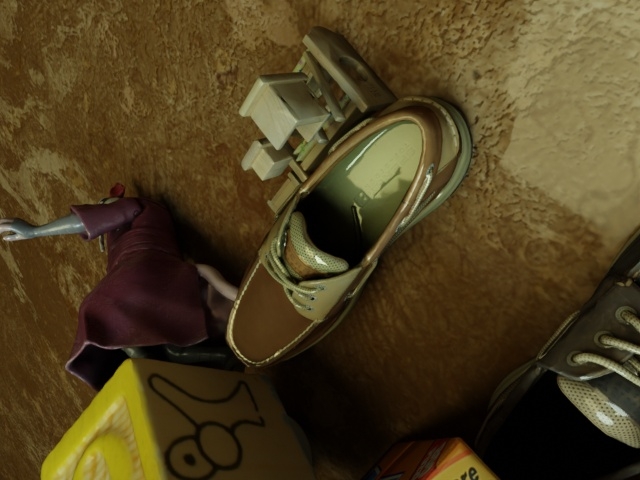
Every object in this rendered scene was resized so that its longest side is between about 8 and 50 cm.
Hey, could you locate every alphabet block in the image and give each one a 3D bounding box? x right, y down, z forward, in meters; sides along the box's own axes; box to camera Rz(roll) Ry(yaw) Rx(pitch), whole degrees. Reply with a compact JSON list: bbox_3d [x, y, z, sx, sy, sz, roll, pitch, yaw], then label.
[{"bbox_3d":[-0.146,0.262,0.534,0.193,0.197,0.192,-50,47,14],"label":"alphabet block"}]

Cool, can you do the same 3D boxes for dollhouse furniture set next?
[{"bbox_3d":[-0.050,-0.099,0.490,0.101,0.161,0.182,52,131,10],"label":"dollhouse furniture set"}]

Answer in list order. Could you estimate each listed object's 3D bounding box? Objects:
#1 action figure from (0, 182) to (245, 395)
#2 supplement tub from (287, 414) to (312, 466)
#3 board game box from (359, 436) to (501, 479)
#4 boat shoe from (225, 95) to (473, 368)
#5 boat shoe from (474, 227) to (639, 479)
[{"bbox_3d":[-0.234,0.029,0.679,0.275,0.248,0.370,-31,53,3],"label":"action figure"},{"bbox_3d":[-0.118,0.331,0.735,0.199,0.144,0.144,-37,83,42],"label":"supplement tub"},{"bbox_3d":[0.080,0.414,0.373,0.356,0.356,0.356,44,165,17],"label":"board game box"},{"bbox_3d":[0.000,0.000,0.468,0.122,0.120,0.324,42,113,13],"label":"boat shoe"},{"bbox_3d":[0.230,0.099,0.361,0.132,0.130,0.355,38,128,21],"label":"boat shoe"}]
